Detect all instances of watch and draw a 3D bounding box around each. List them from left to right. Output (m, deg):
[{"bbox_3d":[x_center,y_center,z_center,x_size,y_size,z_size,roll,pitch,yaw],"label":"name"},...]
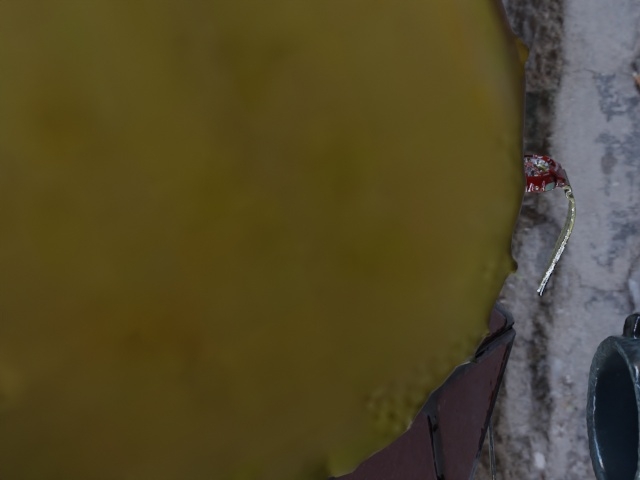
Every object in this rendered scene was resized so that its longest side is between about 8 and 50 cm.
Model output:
[{"bbox_3d":[0.358,-0.024,1.431,0.102,0.165,0.268,-79,-2,-56],"label":"watch"}]

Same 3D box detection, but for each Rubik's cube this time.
[{"bbox_3d":[0.001,0.129,0.784,0.260,0.255,0.259,0,62,41],"label":"Rubik's cube"}]

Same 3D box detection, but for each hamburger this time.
[{"bbox_3d":[-0.104,-0.048,0.444,0.277,0.396,0.395,-164,75,-73],"label":"hamburger"}]

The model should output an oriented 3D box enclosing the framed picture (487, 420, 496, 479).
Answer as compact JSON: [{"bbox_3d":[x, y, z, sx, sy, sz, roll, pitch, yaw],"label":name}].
[{"bbox_3d":[0.382,0.427,1.815,0.323,0.013,0.244,-79,-18,-56],"label":"framed picture"}]

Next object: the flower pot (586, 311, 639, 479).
[{"bbox_3d":[0.529,0.235,1.097,0.299,0.283,0.298,0,-90,-86],"label":"flower pot"}]
